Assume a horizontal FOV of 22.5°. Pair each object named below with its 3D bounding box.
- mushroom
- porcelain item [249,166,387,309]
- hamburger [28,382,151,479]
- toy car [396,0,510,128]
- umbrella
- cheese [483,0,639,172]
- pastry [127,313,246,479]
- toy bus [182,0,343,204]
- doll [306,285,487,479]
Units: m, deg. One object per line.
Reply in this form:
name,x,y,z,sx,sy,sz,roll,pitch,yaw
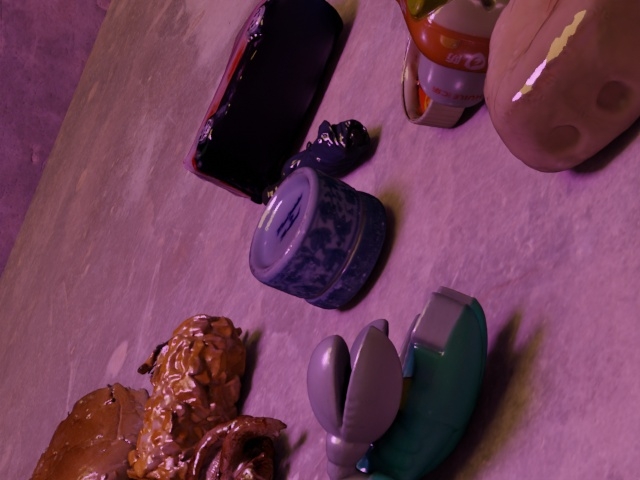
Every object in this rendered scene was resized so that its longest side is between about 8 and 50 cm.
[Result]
mushroom,-0.093,0.258,1.838,0.170,0.080,0.135,-49,38,35
porcelain item,0.000,0.000,1.856,0.147,0.114,0.147,-48,28,36
hamburger,-0.320,0.356,2.201,0.309,0.132,0.211,-53,21,24
toy car,0.145,-0.224,1.779,0.235,0.145,0.235,-174,90,-78
umbrella,-0.012,-0.099,2.077,0.248,0.071,0.071,-33,37,62
cheese,0.237,-0.181,1.494,0.235,0.117,0.218,-58,20,8
pastry,-0.169,0.207,2.043,0.154,0.102,0.250,-31,40,51
toy bus,-0.084,-0.209,2.282,0.302,0.127,0.147,-67,17,-8
doll,0.058,0.159,1.473,0.195,0.153,0.258,90,-158,-70
